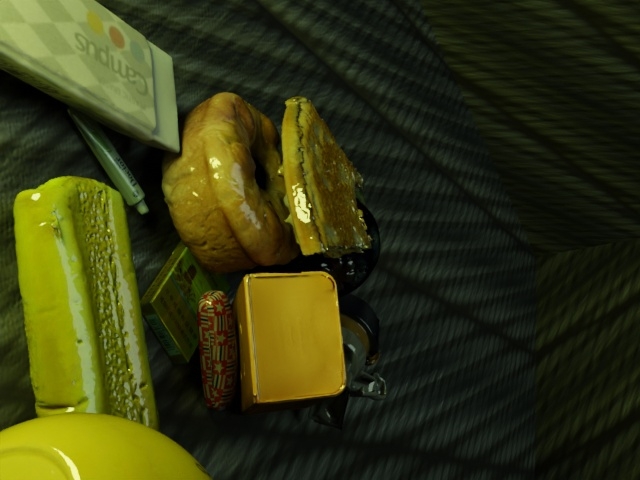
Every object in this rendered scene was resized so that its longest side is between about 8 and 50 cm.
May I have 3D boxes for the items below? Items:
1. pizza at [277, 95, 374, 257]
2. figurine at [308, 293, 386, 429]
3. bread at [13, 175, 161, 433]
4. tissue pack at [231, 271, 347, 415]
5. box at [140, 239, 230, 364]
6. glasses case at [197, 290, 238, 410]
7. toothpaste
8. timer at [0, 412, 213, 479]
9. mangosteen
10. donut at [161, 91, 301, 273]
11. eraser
[{"bbox_3d":[-0.003,-0.078,1.488,0.223,0.089,0.323,42,33,-48],"label":"pizza"},{"bbox_3d":[0.031,0.206,1.752,0.308,0.143,0.308,30,54,-54],"label":"figurine"},{"bbox_3d":[-0.302,0.110,1.140,0.166,0.112,0.383,-2,81,-60],"label":"bread"},{"bbox_3d":[-0.058,0.166,1.435,0.274,0.145,0.194,128,-44,-73],"label":"tissue pack"},{"bbox_3d":[-0.211,0.087,1.435,0.121,0.030,0.193,64,28,-27],"label":"box"},{"bbox_3d":[-0.157,0.173,1.434,0.073,0.049,0.194,-45,135,-67],"label":"glasses case"},{"bbox_3d":[-0.308,-0.118,1.328,0.197,0.029,0.048,60,20,-25],"label":"toothpaste"},{"bbox_3d":[-0.237,0.369,0.925,0.386,0.376,0.376,69,24,-44],"label":"timer"},{"bbox_3d":[0.000,0.000,1.682,0.243,0.243,0.242,38,46,-54],"label":"mangosteen"},{"bbox_3d":[-0.139,-0.092,1.481,0.317,0.150,0.299,-12,84,-74],"label":"donut"},{"bbox_3d":[-0.345,-0.266,1.237,0.397,0.082,0.213,30,47,-57],"label":"eraser"}]
